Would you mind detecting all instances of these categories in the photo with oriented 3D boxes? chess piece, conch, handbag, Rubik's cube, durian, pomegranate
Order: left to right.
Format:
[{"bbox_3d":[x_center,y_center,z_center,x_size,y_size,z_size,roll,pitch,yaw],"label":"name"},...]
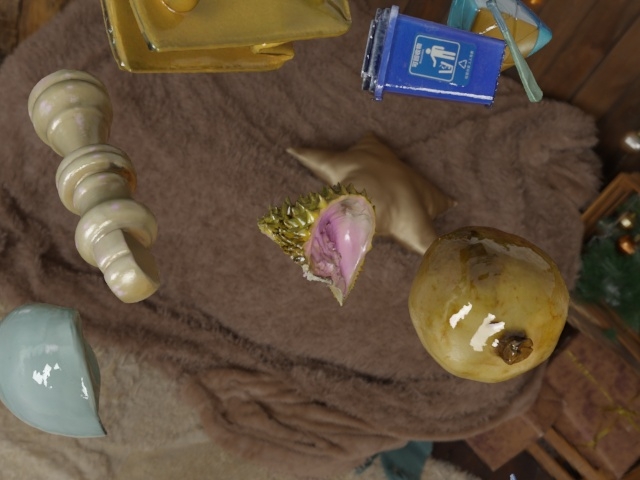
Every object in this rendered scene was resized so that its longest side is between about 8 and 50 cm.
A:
[{"bbox_3d":[-0.308,0.157,0.855,0.185,0.221,0.121,46,66,2],"label":"conch"},{"bbox_3d":[-0.287,-0.075,0.958,0.117,0.117,0.397,-4,43,-31],"label":"chess piece"},{"bbox_3d":[-0.117,-0.366,0.699,0.283,0.133,0.401,-18,100,-45],"label":"handbag"},{"bbox_3d":[0.002,0.000,0.932,0.182,0.165,0.132,13,55,-40],"label":"durian"},{"bbox_3d":[0.335,-0.489,1.577,0.254,0.254,0.254,15,46,-16],"label":"Rubik's cube"},{"bbox_3d":[0.305,0.111,1.366,0.307,0.307,0.307,15,46,-16],"label":"pomegranate"}]

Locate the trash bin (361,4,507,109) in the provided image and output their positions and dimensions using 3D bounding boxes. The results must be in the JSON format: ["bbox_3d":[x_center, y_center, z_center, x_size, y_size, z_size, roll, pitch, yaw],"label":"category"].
[{"bbox_3d":[0.197,-0.314,1.308,0.234,0.162,0.184,11,10,4],"label":"trash bin"}]

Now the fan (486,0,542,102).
[{"bbox_3d":[0.330,-0.323,1.255,0.038,0.016,0.193,-44,110,-42],"label":"fan"}]

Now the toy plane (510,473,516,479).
[{"bbox_3d":[0.188,0.357,0.975,0.062,0.167,0.054,28,36,-39],"label":"toy plane"}]
